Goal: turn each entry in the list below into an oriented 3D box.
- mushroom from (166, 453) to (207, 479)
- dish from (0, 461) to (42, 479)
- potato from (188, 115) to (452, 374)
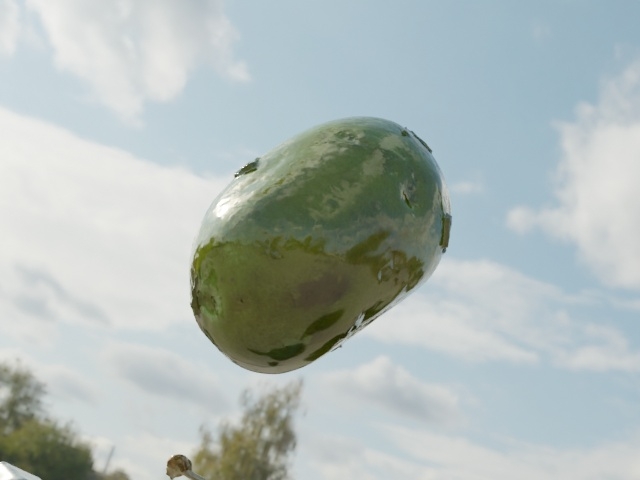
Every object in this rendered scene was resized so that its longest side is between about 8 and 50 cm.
[{"bbox_3d":[-0.055,0.278,1.031,0.286,0.026,0.028,48,1,-36],"label":"mushroom"},{"bbox_3d":[-0.448,0.358,1.492,0.064,0.154,0.234,59,-2,26],"label":"dish"},{"bbox_3d":[0.000,0.000,0.818,0.186,0.253,0.149,-40,-99,35],"label":"potato"}]
